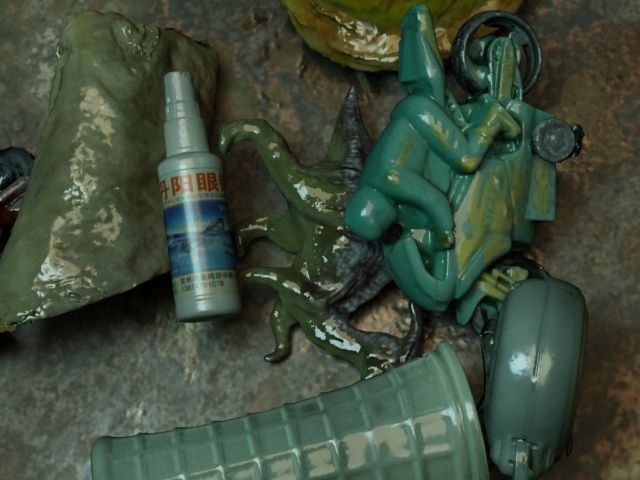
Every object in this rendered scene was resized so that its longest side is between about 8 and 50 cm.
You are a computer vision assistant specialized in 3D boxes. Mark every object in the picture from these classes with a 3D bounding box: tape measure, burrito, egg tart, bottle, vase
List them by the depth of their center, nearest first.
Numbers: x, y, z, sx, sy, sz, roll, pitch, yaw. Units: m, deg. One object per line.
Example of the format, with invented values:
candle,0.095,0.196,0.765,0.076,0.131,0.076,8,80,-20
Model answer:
tape measure,0.151,0.124,0.963,0.084,0.330,0.164,2,100,10
vase,-0.027,0.181,1.061,0.299,0.143,0.143,-12,69,-4
bottle,-0.110,-0.039,1.143,0.060,0.060,0.217,-10,81,4
burrito,-0.184,-0.049,1.188,0.175,0.107,0.347,18,68,-14
egg tart,0.077,-0.297,1.256,0.288,0.118,0.288,-4,66,8

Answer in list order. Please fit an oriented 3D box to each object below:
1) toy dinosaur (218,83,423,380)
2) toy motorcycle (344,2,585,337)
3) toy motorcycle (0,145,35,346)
toy dinosaur,0.000,0.003,1.180,0.162,0.077,0.294,-7,84,1
toy motorcycle,0.114,-0.054,1.136,0.198,0.109,0.296,3,87,-18
toy motorcycle,-0.306,0.016,1.208,0.122,0.082,0.213,27,77,17
